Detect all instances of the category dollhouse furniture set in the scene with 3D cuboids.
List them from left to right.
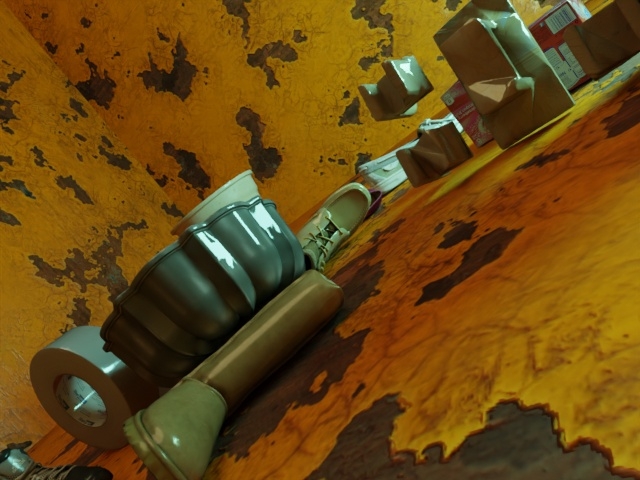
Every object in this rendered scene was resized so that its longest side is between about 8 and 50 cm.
[{"bbox_3d":[0.255,-0.349,0.737,0.257,0.394,0.362,-23,-8,-46],"label":"dollhouse furniture set"}]

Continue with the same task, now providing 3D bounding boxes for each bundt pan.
[{"bbox_3d":[-0.148,0.095,0.700,0.331,0.124,0.331,-44,-10,-10],"label":"bundt pan"}]

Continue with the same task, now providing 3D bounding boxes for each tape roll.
[{"bbox_3d":[-0.397,0.259,0.811,0.219,0.219,0.072,-35,8,30],"label":"tape roll"}]

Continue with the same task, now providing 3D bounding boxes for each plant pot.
[{"bbox_3d":[-0.264,-0.014,1.536,0.334,0.305,0.334,-39,7,6],"label":"plant pot"}]

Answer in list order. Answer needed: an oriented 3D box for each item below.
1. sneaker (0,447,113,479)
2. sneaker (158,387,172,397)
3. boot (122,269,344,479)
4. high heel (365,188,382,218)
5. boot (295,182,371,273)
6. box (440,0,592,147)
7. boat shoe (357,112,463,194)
[{"bbox_3d":[-0.400,0.342,0.649,0.229,0.132,0.086,-36,8,28],"label":"sneaker"},{"bbox_3d":[-0.268,0.198,0.911,0.258,0.094,0.091,-52,6,6],"label":"sneaker"},{"bbox_3d":[-0.079,0.134,0.523,0.270,0.089,0.236,-40,7,-19],"label":"boot"},{"bbox_3d":[0.041,-0.043,1.079,0.244,0.082,0.117,-28,-7,-20],"label":"high heel"},{"bbox_3d":[0.000,0.000,0.911,0.262,0.095,0.203,-44,5,12],"label":"boot"},{"bbox_3d":[0.369,-0.303,0.840,0.257,0.128,0.122,-33,9,44],"label":"box"},{"bbox_3d":[0.250,-0.249,1.219,0.320,0.103,0.118,-38,7,6],"label":"boat shoe"}]
